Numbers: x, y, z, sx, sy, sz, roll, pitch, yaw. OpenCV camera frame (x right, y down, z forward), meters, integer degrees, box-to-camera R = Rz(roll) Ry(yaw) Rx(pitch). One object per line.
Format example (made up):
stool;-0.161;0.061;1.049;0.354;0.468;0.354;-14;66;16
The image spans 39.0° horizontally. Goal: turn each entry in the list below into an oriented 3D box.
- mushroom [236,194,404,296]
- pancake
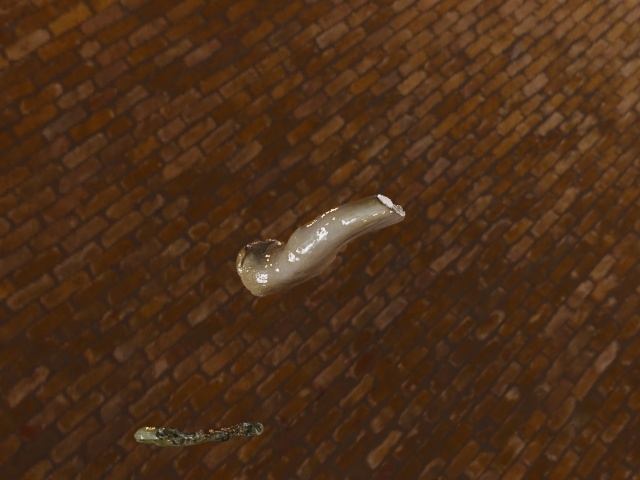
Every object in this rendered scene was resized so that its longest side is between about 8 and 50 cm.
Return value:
mushroom;-0.002;0.000;0.825;0.059;0.202;0.054;-11;-103;-45
pancake;-0.127;0.200;0.930;0.130;0.116;0.022;6;-106;-33
